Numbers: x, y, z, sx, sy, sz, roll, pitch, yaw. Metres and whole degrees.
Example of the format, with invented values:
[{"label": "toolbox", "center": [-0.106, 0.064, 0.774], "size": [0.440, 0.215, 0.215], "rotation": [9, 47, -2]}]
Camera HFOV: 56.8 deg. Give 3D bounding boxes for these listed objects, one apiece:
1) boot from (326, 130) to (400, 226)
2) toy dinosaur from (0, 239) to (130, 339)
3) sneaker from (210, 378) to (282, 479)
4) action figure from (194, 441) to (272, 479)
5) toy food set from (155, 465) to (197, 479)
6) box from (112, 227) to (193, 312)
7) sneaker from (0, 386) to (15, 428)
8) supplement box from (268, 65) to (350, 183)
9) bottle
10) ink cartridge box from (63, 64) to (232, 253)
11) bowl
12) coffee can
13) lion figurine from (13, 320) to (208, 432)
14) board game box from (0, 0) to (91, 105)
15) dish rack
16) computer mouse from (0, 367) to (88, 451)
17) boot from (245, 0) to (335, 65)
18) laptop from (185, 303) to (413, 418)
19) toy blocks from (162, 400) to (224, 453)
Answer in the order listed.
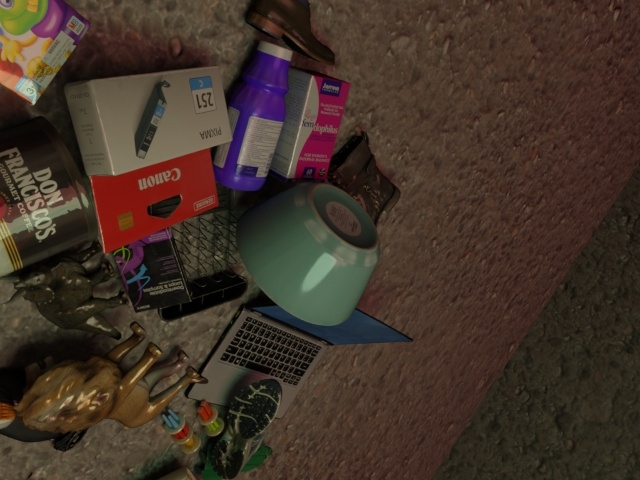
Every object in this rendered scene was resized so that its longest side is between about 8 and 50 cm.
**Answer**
[{"label": "boot", "center": [0.071, -0.108, 1.448], "size": [0.263, 0.091, 0.229], "rotation": [-55, 134, -9]}, {"label": "toy dinosaur", "center": [-0.445, 0.093, 1.061], "size": [0.160, 0.121, 0.313], "rotation": [-25, 151, -15]}, {"label": "sneaker", "center": [-0.176, 0.454, 1.485], "size": [0.283, 0.110, 0.122], "rotation": [-59, 165, 13]}, {"label": "action figure", "center": [-0.224, 0.588, 1.603], "size": [0.232, 0.063, 0.137], "rotation": [8, 107, -42]}, {"label": "toy food set", "center": [-0.382, 0.697, 1.458], "size": [0.219, 0.092, 0.306], "rotation": [-24, 132, -12]}, {"label": "box", "center": [-0.320, 0.053, 1.123], "size": [0.116, 0.029, 0.162], "rotation": [-12, 112, 4]}, {"label": "sneaker", "center": [-0.655, 0.299, 0.982], "size": [0.262, 0.099, 0.121], "rotation": [11, 120, -30]}, {"label": "supplement box", "center": [-0.038, -0.238, 1.228], "size": [0.111, 0.114, 0.220], "rotation": [-3, 115, -42]}, {"label": "bottle", "center": [-0.127, -0.240, 1.151], "size": [0.118, 0.092, 0.283], "rotation": [-5, 118, -55]}, {"label": "ink cartridge box", "center": [-0.257, -0.145, 0.984], "size": [0.296, 0.066, 0.261], "rotation": [-34, 121, -55]}, {"label": "bowl", "center": [0.000, 0.000, 1.205], "size": [0.311, 0.312, 0.163], "rotation": [6, 137, -46]}, {"label": "coffee can", "center": [-0.494, -0.039, 0.844], "size": [0.275, 0.201, 0.202], "rotation": [-28, 131, -29]}, {"label": "lion figurine", "center": [-0.382, 0.298, 1.154], "size": [0.240, 0.142, 0.392], "rotation": [-47, 146, -10]}, {"label": "board game box", "center": [-0.462, -0.320, 0.741], "size": [0.142, 0.144, 0.275], "rotation": [-56, 140, -2]}, {"label": "dish rack", "center": [-0.251, 0.014, 1.210], "size": [0.208, 0.074, 0.272], "rotation": [-17, 125, -37]}, {"label": "computer mouse", "center": [-0.530, 0.326, 1.137], "size": [0.188, 0.072, 0.272], "rotation": [-54, 139, -2]}, {"label": "boot", "center": [-0.032, -0.420, 1.141], "size": [0.219, 0.082, 0.106], "rotation": [14, 107, -45]}, {"label": "laptop", "center": [-0.042, 0.313, 1.475], "size": [0.382, 0.236, 0.408], "rotation": [34, 89, -48]}, {"label": "toy blocks", "center": [-0.309, 0.434, 1.427], "size": [0.123, 0.054, 0.148], "rotation": [-34, 134, -17]}]
